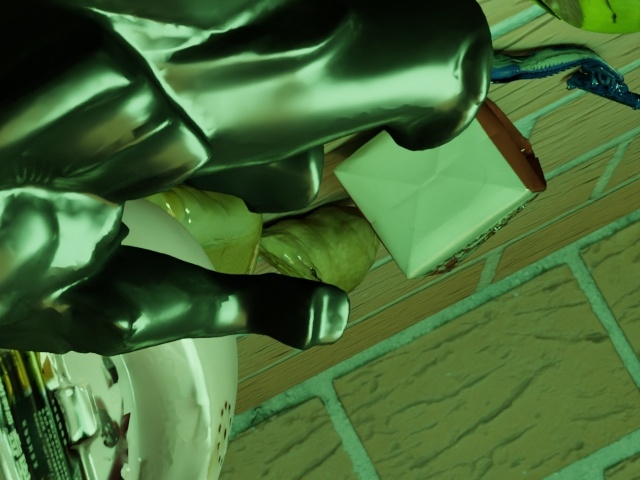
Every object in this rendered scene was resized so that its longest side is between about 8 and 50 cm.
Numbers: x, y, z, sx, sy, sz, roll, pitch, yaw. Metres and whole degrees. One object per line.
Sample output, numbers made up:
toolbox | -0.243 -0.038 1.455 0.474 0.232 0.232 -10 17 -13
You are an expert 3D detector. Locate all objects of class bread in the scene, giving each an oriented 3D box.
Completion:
bread | -0.134 0.008 1.330 0.225 0.081 0.134 -2 116 -59

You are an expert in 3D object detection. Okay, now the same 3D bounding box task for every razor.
razor | 0.241 -0.178 1.513 0.324 0.093 0.056 -3 112 -55

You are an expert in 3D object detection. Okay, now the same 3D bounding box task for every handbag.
handbag | 0.152 -0.061 1.559 0.171 0.151 0.298 -37 170 15

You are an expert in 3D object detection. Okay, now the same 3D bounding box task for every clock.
clock | -0.199 0.104 1.026 0.250 0.368 0.377 -5 -164 29

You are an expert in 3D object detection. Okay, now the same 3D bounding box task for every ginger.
ginger | -0.003 0.001 1.645 0.122 0.115 0.193 -50 158 2

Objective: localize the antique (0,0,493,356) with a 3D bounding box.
antique | -0.072 -0.104 0.574 0.255 0.185 0.322 -5 112 -40

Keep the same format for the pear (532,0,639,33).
pear | 0.222 -0.235 0.944 0.220 0.187 0.187 -39 170 -11
